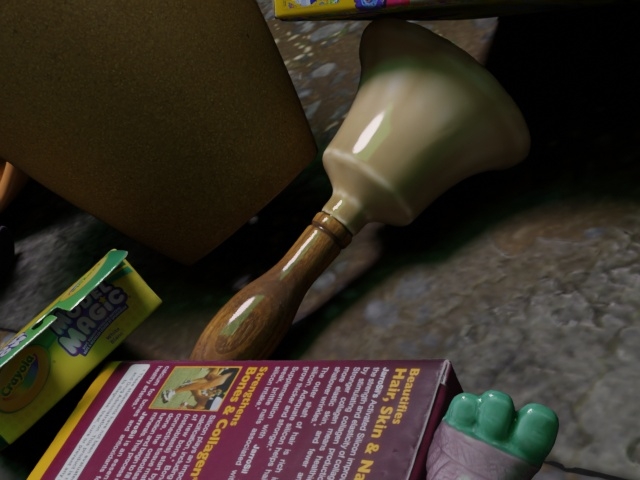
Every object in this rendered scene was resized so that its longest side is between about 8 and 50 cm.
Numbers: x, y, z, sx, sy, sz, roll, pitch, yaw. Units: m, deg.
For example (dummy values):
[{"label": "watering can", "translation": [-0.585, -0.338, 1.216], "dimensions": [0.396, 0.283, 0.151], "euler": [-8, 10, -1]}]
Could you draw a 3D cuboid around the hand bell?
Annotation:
[{"label": "hand bell", "translation": [0.000, 0.000, 0.546], "dimensions": [0.242, 0.126, 0.126], "euler": [-50, 39, -12]}]

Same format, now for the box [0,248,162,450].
[{"label": "box", "translation": [-0.147, 0.064, 0.513], "dimensions": [0.105, 0.043, 0.179], "euler": [-45, 3, -24]}]

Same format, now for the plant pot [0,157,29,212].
[{"label": "plant pot", "translation": [-0.359, -0.152, 0.835], "dimensions": [0.291, 0.290, 0.203], "euler": [-16, 19, 16]}]

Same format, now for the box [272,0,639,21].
[{"label": "box", "translation": [0.162, -0.229, 0.552], "dimensions": [0.279, 0.177, 0.290], "euler": [5, 14, 37]}]

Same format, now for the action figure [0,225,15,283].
[{"label": "action figure", "translation": [-0.396, -0.004, 0.740], "dimensions": [0.285, 0.185, 0.099], "euler": [-1, 37, 18]}]

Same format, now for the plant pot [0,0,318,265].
[{"label": "plant pot", "translation": [-0.126, -0.116, 0.607], "dimensions": [0.237, 0.254, 0.237], "euler": [-41, 8, 7]}]

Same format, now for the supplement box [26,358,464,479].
[{"label": "supplement box", "translation": [-0.030, 0.115, 0.410], "dimensions": [0.188, 0.080, 0.104], "euler": [-4, 40, 30]}]

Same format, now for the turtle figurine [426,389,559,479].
[{"label": "turtle figurine", "translation": [0.058, 0.157, 0.247], "dimensions": [0.118, 0.175, 0.234], "euler": [-28, 21, 31]}]
